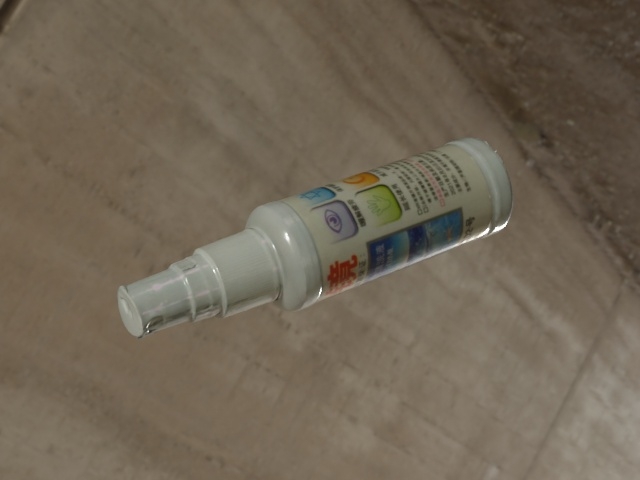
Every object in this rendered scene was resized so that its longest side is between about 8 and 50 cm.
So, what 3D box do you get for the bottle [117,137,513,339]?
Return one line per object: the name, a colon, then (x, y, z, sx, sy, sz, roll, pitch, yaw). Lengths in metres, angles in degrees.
bottle: (0.000, 0.000, 0.557, 0.060, 0.217, 0.060, 40, 139, 46)
